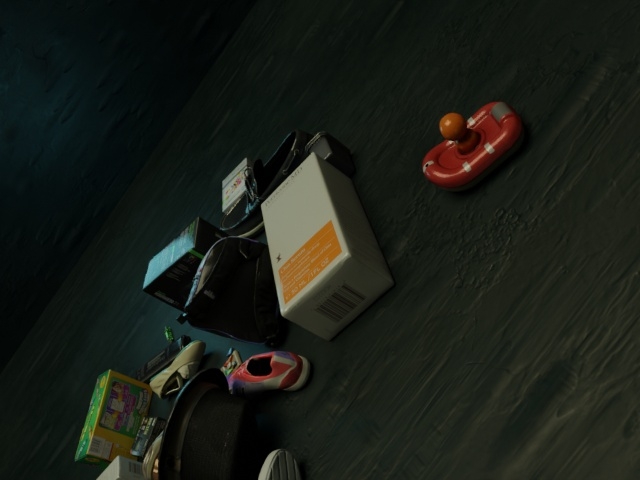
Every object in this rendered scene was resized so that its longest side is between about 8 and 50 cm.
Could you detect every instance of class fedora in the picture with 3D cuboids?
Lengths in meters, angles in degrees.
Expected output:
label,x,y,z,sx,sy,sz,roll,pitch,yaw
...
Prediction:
label,x,y,z,sx,sy,sz,roll,pitch,yaw
fedora,-0.233,0.470,1.420,0.152,0.334,0.334,8,64,20

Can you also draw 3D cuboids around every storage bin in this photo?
label,x,y,z,sx,sy,sz,roll,pitch,yaw
storage bin,0.029,-0.226,1.749,0.098,0.135,0.091,-43,41,19

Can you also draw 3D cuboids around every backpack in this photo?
label,x,y,z,sx,sy,sz,roll,pitch,yaw
backpack,-0.218,0.125,1.651,0.213,0.276,0.264,-172,100,-74

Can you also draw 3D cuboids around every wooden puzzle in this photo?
label,x,y,z,sx,sy,sz,roll,pitch,yaw
wooden puzzle,-0.252,0.353,1.727,0.079,0.014,0.116,-55,32,3

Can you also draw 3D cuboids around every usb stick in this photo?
label,x,y,z,sx,sy,sz,roll,pitch,yaw
usb stick,-0.517,0.398,2.017,0.278,0.045,0.077,-37,44,29

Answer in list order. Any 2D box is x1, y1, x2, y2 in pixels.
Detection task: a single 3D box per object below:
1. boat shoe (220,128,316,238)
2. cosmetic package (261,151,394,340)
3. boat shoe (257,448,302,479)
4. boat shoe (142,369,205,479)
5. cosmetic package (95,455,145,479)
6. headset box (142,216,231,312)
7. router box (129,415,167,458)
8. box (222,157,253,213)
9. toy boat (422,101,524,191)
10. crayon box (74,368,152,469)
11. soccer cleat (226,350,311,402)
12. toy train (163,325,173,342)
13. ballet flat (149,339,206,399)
label,x,y,z,sx,sy,sz,roll,pitch,yaw
boat shoe,-0.174,-0.175,1.955,0.500,0.156,0.187,-38,38,30
cosmetic package,0.000,0.000,1.559,0.230,0.161,0.453,-44,34,19
boat shoe,-0.107,0.581,1.247,0.094,0.109,0.302,-29,44,40
boat shoe,-0.345,0.504,1.649,0.116,0.123,0.324,12,59,21
cosmetic package,-0.594,0.731,1.762,0.231,0.117,0.085,-50,31,13
headset box,-0.351,0.091,1.875,0.283,0.246,0.131,-36,37,28
router box,-0.519,0.592,1.854,0.092,0.038,0.123,-13,52,47
box,-0.302,-0.197,2.255,0.145,0.038,0.186,-40,37,25
toy boat,0.312,-0.219,1.337,0.231,0.151,0.151,-42,34,22
crayon box,-0.636,0.563,1.918,0.081,0.165,0.278,-32,39,34
soccer cleat,-0.165,0.332,1.531,0.318,0.116,0.109,-23,45,42
toy train,-0.521,0.321,2.108,0.017,0.023,0.083,-52,32,8
ballet flat,-0.423,0.401,1.870,0.248,0.086,0.086,-43,34,24
